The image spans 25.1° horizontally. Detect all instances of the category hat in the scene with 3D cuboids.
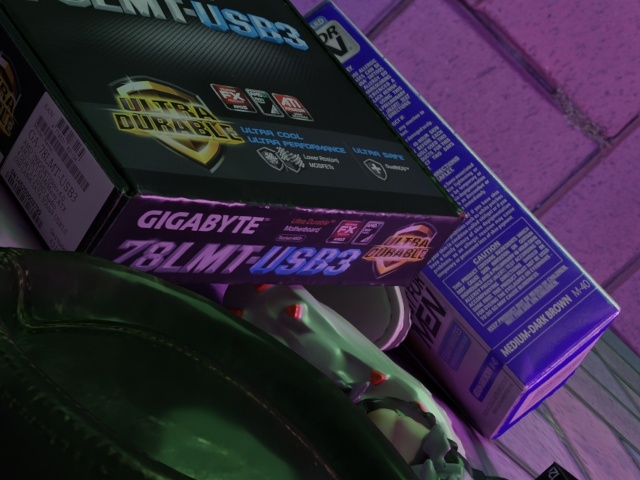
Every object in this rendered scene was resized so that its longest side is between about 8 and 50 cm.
[{"bbox_3d":[-0.043,0.094,0.379,0.331,0.134,0.331,44,9,-9],"label":"hat"}]

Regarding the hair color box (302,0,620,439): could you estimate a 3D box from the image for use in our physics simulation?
[{"bbox_3d":[0.074,-0.011,1.165,0.339,0.110,0.185,50,-14,15],"label":"hair color box"}]

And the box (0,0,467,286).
[{"bbox_3d":[-0.093,-0.098,0.866,0.295,0.073,0.293,2,44,-50],"label":"box"}]

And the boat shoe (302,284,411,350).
[{"bbox_3d":[0.000,0.000,1.052,0.228,0.081,0.068,50,15,33],"label":"boat shoe"}]

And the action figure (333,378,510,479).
[{"bbox_3d":[0.087,0.138,0.698,0.285,0.099,0.185,20,-1,5],"label":"action figure"}]

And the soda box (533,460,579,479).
[{"bbox_3d":[0.213,0.234,1.077,0.169,0.053,0.060,39,11,-35],"label":"soda box"}]

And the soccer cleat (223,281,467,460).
[{"bbox_3d":[0.020,0.088,0.847,0.196,0.068,0.076,46,7,17],"label":"soccer cleat"}]
